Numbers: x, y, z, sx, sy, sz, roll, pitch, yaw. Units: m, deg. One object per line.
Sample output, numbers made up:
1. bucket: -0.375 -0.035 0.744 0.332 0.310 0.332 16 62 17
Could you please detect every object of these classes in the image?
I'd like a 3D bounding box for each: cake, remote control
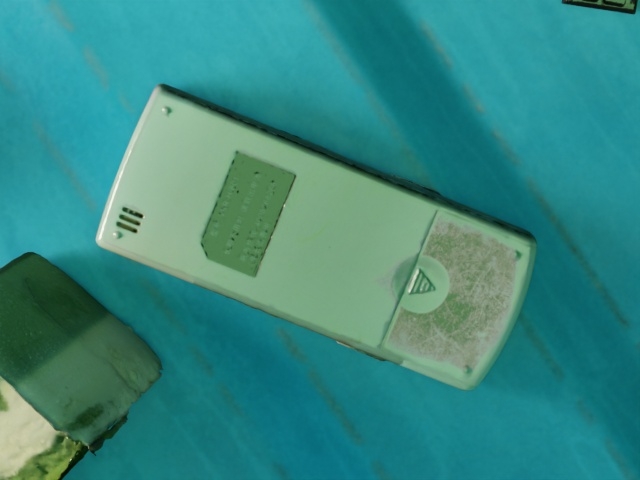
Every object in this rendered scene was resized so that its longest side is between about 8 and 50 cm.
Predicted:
1. cake: -0.265 0.147 1.408 0.158 0.172 0.283 42 129 -1
2. remote control: 0.000 0.000 1.389 0.344 0.050 0.145 23 97 -5

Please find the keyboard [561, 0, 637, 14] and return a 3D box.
1. keyboard: 0.238 -0.283 1.372 0.064 0.010 0.198 8 98 -4
